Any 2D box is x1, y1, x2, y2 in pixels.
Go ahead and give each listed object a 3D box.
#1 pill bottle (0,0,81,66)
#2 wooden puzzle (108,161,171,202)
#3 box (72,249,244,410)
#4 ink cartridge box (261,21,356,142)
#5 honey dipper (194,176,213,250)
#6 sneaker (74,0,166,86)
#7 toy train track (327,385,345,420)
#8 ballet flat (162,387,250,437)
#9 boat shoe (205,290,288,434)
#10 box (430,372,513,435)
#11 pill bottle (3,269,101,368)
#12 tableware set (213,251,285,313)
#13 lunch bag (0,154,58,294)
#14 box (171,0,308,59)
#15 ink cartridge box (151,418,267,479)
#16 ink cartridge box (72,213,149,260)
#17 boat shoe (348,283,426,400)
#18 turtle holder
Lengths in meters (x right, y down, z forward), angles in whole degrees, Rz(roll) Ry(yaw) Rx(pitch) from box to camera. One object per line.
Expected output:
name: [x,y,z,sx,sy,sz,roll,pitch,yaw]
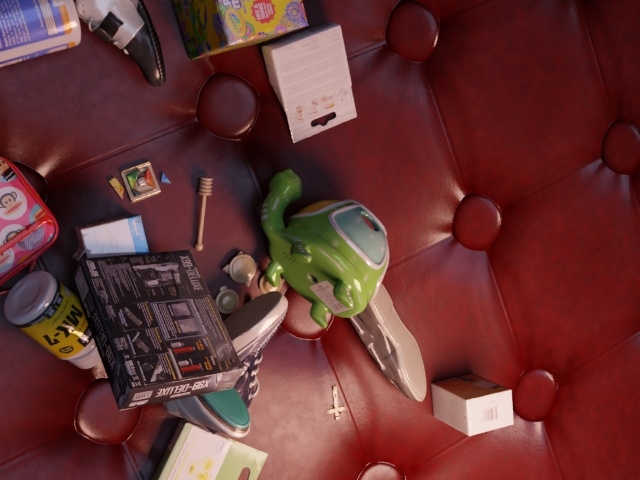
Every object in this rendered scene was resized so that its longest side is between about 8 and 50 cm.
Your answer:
pill bottle: [-0.608,-0.409,1.701,0.272,0.152,0.152,-21,103,-21]
wooden puzzle: [-0.381,-0.123,1.902,0.116,0.014,0.079,-30,106,-19]
box: [-0.319,0.163,1.754,0.242,0.076,0.308,-5,53,-37]
ink cartridge box: [-0.021,-0.359,2.033,0.181,0.056,0.225,-25,123,-20]
honey dipper: [-0.257,-0.057,1.954,0.030,0.030,0.161,5,94,-24]
sneaker: [-0.422,-0.453,1.813,0.146,0.122,0.331,-23,105,-2]
toy train track: [0.038,0.387,2.132,0.048,0.014,0.083,-8,97,-23]
ballet flat: [-0.298,0.269,1.840,0.139,0.139,0.400,-37,73,-17]
boat shoe: [-0.175,0.270,1.969,0.340,0.127,0.158,-40,115,-1]
box: [0.368,0.397,2.192,0.130,0.170,0.091,-9,100,-23]
pill bottle: [-0.514,0.162,1.781,0.119,0.119,0.208,-50,135,-12]
tableware set: [-0.158,0.116,2.019,0.168,0.020,0.141,30,83,-25]
lunch bag: [-0.667,-0.001,1.736,0.293,0.120,0.258,-40,113,-15]
box: [-0.188,-0.537,1.806,0.177,0.279,0.290,-19,102,-21]
ink cartridge box: [-0.241,0.518,1.999,0.235,0.056,0.171,28,83,-21]
ink cartridge box: [-0.438,0.004,1.844,0.143,0.092,0.090,-14,100,-22]
boat shoe: [0.154,0.241,2.140,0.335,0.095,0.112,64,35,-19]
turtle holder: [0.003,0.013,1.990,0.320,0.243,0.227,32,60,16]
